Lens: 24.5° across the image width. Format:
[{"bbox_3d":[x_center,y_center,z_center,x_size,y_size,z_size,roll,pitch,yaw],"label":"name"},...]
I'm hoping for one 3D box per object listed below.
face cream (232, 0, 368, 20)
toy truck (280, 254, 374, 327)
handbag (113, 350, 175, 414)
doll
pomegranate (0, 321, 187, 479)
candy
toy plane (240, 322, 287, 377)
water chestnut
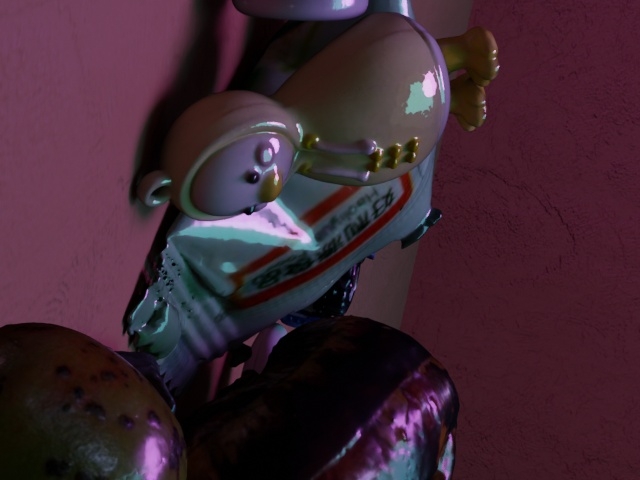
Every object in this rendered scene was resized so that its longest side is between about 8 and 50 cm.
[{"bbox_3d":[-0.014,-0.218,1.095,0.117,0.117,0.104,-43,138,-73],"label":"face cream"},{"bbox_3d":[0.000,0.000,1.532,0.126,0.113,0.208,94,15,-50],"label":"toy truck"},{"bbox_3d":[-0.162,0.191,0.998,0.175,0.088,0.270,100,8,-74],"label":"handbag"},{"bbox_3d":[-0.001,-0.081,1.097,0.296,0.117,0.141,-30,156,-25],"label":"doll"},{"bbox_3d":[-0.158,0.127,0.718,0.205,0.159,0.159,-33,144,-37],"label":"pomegranate"},{"bbox_3d":[-0.030,-0.047,1.267,0.398,0.172,0.263,-52,154,-14],"label":"candy"},{"bbox_3d":[-0.061,0.211,1.514,0.251,0.101,0.255,-2,93,-43],"label":"toy plane"},{"bbox_3d":[0.010,0.224,1.327,0.300,0.300,0.300,15,90,-81],"label":"water chestnut"}]
